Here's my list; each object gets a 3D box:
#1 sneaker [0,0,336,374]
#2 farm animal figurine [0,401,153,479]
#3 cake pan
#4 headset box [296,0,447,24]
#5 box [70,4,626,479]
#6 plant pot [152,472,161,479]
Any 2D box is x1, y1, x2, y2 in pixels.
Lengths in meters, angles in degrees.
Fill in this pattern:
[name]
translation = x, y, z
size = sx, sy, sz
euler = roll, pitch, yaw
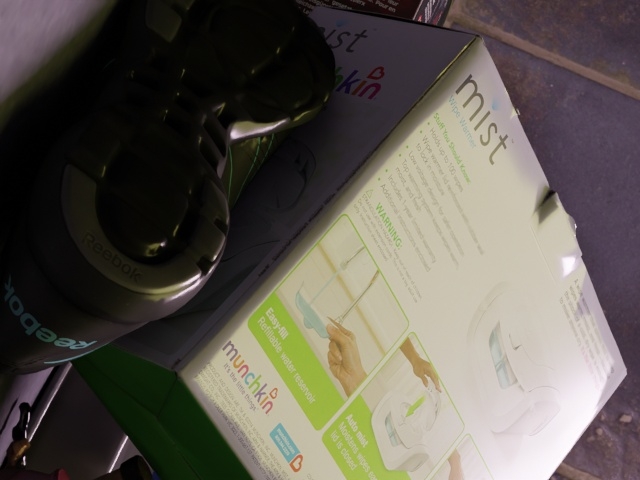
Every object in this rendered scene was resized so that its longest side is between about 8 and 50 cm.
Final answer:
[sneaker]
translation = -0.077, -0.041, 0.720
size = 0.106, 0.101, 0.267
euler = -44, -171, 36
[farm animal figurine]
translation = -0.155, 0.276, 0.747
size = 0.330, 0.172, 0.327
euler = -53, 125, -75
[cake pan]
translation = -0.154, 0.162, 1.039
size = 0.293, 0.054, 0.293
euler = 24, 90, -87
[headset box]
translation = 0.006, -0.125, 1.019
size = 0.218, 0.110, 0.293
euler = 84, 31, -83
[box]
translation = 0.021, 0.053, 0.845
size = 0.231, 0.127, 0.262
euler = -50, 132, -22
[plant pot]
translation = -0.087, 0.290, 1.261
size = 0.236, 0.212, 0.236
euler = -116, -134, -62
